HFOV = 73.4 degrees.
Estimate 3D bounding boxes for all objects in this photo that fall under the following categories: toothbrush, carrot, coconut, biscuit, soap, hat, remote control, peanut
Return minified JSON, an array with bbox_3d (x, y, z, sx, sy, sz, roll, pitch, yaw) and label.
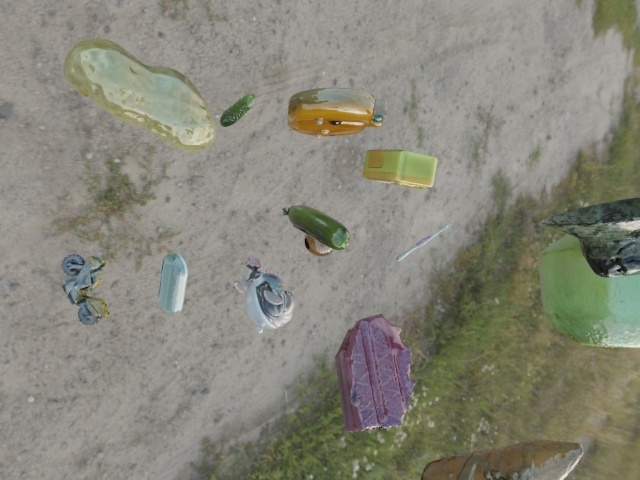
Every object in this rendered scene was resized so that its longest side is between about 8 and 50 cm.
[{"bbox_3d":[0.320,0.006,1.343,0.204,0.017,0.022,-37,155,23],"label":"toothbrush"},{"bbox_3d":[0.269,0.347,0.640,0.102,0.263,0.102,28,39,-25],"label":"carrot"},{"bbox_3d":[0.699,0.097,1.063,0.328,0.281,0.329,-1,90,-77],"label":"coconut"},{"bbox_3d":[0.026,-0.195,0.695,0.170,0.170,0.050,0,90,-47],"label":"biscuit"},{"bbox_3d":[0.157,0.383,1.267,0.220,0.127,0.325,2,68,-22],"label":"soap"},{"bbox_3d":[0.545,0.001,0.770,0.265,0.265,0.128,-15,92,-45],"label":"hat"},{"bbox_3d":[-0.502,0.151,1.452,0.052,0.104,0.247,-21,139,-46],"label":"remote control"},{"bbox_3d":[-0.357,-0.299,0.894,0.313,0.152,0.152,24,82,-32],"label":"peanut"}]

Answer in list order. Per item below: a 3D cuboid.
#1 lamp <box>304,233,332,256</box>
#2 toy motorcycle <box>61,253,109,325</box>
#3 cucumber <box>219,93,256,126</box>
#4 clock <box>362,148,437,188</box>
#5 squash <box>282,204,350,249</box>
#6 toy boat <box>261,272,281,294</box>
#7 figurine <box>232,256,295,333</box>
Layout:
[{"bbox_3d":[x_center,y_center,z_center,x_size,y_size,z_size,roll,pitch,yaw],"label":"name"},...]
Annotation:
[{"bbox_3d":[0.000,0.000,1.789,0.136,0.136,0.136,-15,112,-44],"label":"lamp"},{"bbox_3d":[-0.712,0.144,1.328,0.129,0.094,0.229,-18,92,-2],"label":"toy motorcycle"},{"bbox_3d":[-0.341,-0.540,1.779,0.069,0.227,0.069,25,53,-39],"label":"cucumber"},{"bbox_3d":[0.222,-0.206,1.230,0.143,0.202,0.096,3,100,-24],"label":"clock"},{"bbox_3d":[-0.025,-0.053,1.283,0.087,0.331,0.087,-14,116,-30],"label":"squash"},{"bbox_3d":[-0.199,0.182,1.829,0.096,0.122,0.034,20,107,-27],"label":"toy boat"},{"bbox_3d":[-0.252,0.262,1.980,0.211,0.361,0.253,-51,128,3],"label":"figurine"}]
